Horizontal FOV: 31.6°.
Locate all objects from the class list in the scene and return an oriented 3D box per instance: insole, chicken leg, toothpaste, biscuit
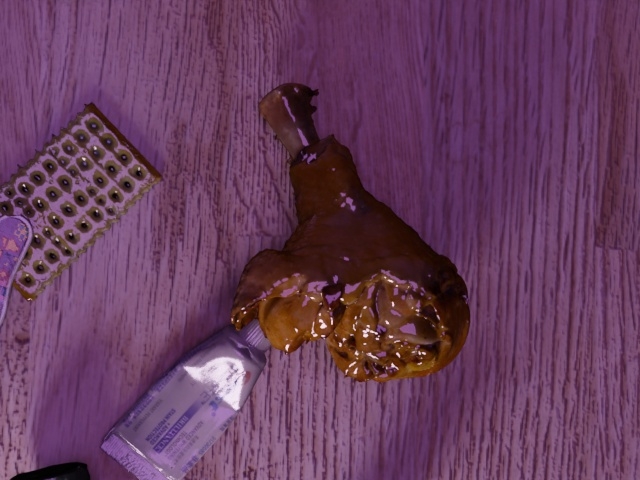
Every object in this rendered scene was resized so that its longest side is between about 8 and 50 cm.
[{"bbox_3d":[-0.409,0.058,1.396,0.065,0.004,0.197,25,90,-7],"label":"insole"},{"bbox_3d":[0.000,0.000,1.390,0.295,0.182,0.409,-21,81,-22],"label":"chicken leg"},{"bbox_3d":[-0.146,0.187,1.426,0.099,0.068,0.282,41,88,21],"label":"toothpaste"},{"bbox_3d":[-0.327,-0.050,1.421,0.231,0.016,0.139,-44,97,-9],"label":"biscuit"}]

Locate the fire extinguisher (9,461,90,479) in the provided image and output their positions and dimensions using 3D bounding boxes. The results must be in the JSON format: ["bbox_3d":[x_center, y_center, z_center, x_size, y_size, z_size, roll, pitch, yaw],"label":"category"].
[{"bbox_3d":[-0.289,0.427,1.362,0.095,0.114,0.311,-13,91,-55],"label":"fire extinguisher"}]
